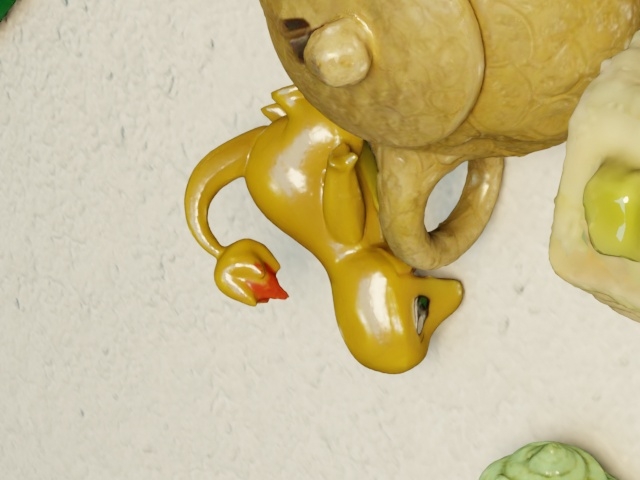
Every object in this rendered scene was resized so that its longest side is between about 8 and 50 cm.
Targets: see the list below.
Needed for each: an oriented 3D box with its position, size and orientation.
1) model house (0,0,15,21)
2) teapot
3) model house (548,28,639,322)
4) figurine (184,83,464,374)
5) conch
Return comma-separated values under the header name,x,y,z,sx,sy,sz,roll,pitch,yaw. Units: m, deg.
name,x,y,z,sx,sy,sz,roll,pitch,yaw
model house,-0.461,-0.241,1.098,0.382,0.334,0.343,-40,66,48
teapot,0.048,-0.108,0.720,0.203,0.167,0.311,23,136,29
model house,0.215,0.002,0.578,0.193,0.234,0.175,27,121,36
figurine,-0.002,0.003,0.860,0.176,0.122,0.121,58,168,2
conch,0.137,0.182,0.832,0.105,0.079,0.170,29,138,40
